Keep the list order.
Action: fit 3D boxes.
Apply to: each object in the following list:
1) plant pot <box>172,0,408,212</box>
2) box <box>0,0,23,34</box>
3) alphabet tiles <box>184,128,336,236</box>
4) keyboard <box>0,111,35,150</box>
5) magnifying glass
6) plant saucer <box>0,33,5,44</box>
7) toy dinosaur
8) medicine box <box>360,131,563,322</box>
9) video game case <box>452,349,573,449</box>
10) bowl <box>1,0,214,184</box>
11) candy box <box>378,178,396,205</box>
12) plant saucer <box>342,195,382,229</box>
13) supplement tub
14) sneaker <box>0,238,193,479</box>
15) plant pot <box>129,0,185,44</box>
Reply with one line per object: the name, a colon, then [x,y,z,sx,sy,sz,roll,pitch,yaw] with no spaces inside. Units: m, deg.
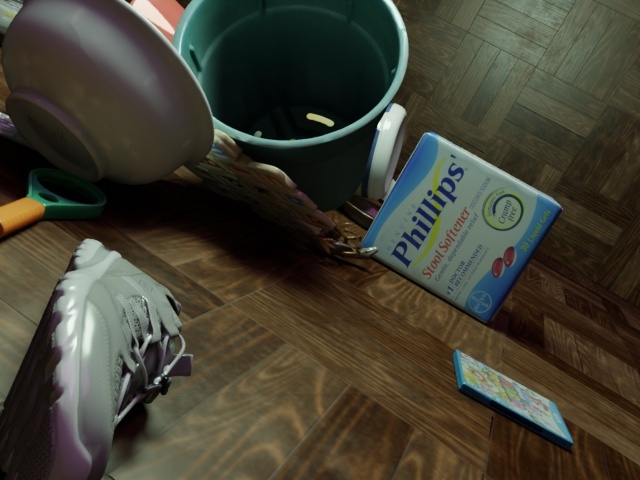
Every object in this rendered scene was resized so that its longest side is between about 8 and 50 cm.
plant pot: [-0.040,-0.214,1.091,0.341,0.341,0.334,32,-19,14]
box: [-0.610,-0.457,1.404,0.231,0.056,0.183,22,15,-22]
alphabet tiles: [-0.115,-0.092,1.008,0.278,0.021,0.284,19,-16,40]
keyboard: [-0.455,-0.167,0.897,0.256,0.014,0.072,24,15,-18]
magnifying glass: [-0.306,-0.042,0.723,0.092,0.026,0.231,27,15,-5]
plant saucer: [-0.656,-0.434,1.413,0.169,0.029,0.168,27,13,-7]
toy dinosaur: [0.000,0.000,1.127,0.212,0.064,0.112,22,-16,-9]
medicine box: [0.270,-0.032,1.289,0.289,0.263,0.149,30,14,6]
video game case: [0.264,0.219,0.917,0.166,0.015,0.119,29,14,0]
bowl: [-0.292,-0.168,0.829,0.298,0.134,0.297,26,-29,16]
candy box: [0.269,-0.044,1.650,0.233,0.071,0.159,37,0,33]
plant saucer: [0.128,-0.053,1.556,0.199,0.036,0.198,27,14,-7]
supplement tub: [0.024,-0.239,1.541,0.317,0.228,0.228,16,12,10]
sneaker: [-0.140,0.075,0.465,0.115,0.105,0.281,24,15,-18]
plant pot: [-0.290,-0.304,1.246,0.243,0.275,0.275,35,12,-19]
